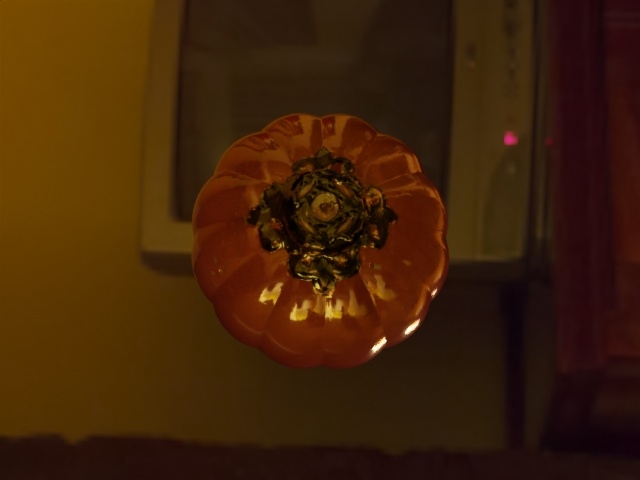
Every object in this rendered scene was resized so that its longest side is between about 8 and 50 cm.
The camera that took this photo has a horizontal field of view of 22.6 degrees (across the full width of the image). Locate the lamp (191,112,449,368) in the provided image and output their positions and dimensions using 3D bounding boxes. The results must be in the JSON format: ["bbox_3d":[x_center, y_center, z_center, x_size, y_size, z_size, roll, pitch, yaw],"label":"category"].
[{"bbox_3d":[0.000,0.000,0.655,0.092,0.107,0.107,102,171,-72],"label":"lamp"}]
